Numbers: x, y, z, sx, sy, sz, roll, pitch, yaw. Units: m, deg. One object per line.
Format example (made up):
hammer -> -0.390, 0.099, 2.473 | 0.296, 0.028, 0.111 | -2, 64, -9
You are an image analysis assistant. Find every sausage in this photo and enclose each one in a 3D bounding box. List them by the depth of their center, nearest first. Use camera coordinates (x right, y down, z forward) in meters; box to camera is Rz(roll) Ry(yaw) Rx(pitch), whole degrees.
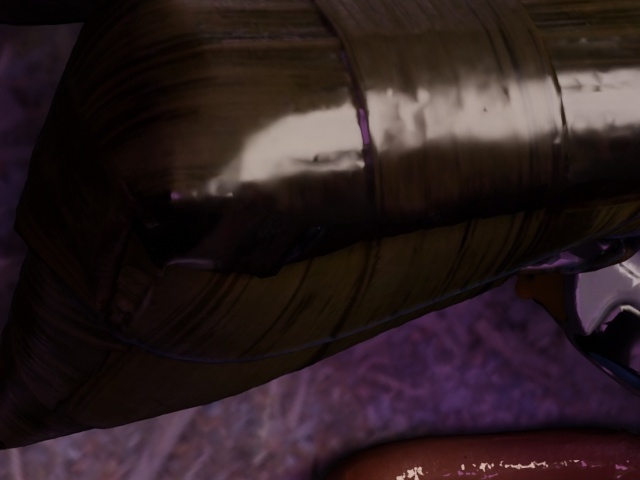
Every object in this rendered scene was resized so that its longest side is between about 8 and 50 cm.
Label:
sausage -> 0.083, 0.113, 0.945 | 0.186, 0.043, 0.043 | -2, 100, -21

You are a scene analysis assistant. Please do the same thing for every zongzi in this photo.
zongzi -> 0.000, 0.000, 0.817 | 0.286, 0.300, 0.138 | -7, 60, -30

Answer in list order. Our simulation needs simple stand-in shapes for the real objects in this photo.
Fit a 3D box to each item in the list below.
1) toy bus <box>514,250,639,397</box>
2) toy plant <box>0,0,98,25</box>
toy bus -> 0.186, 0.028, 0.917 | 0.209, 0.136, 0.126 | 36, 86, -21
toy plant -> -0.100, -0.208, 0.762 | 0.218, 0.175, 0.235 | 11, 72, -12
